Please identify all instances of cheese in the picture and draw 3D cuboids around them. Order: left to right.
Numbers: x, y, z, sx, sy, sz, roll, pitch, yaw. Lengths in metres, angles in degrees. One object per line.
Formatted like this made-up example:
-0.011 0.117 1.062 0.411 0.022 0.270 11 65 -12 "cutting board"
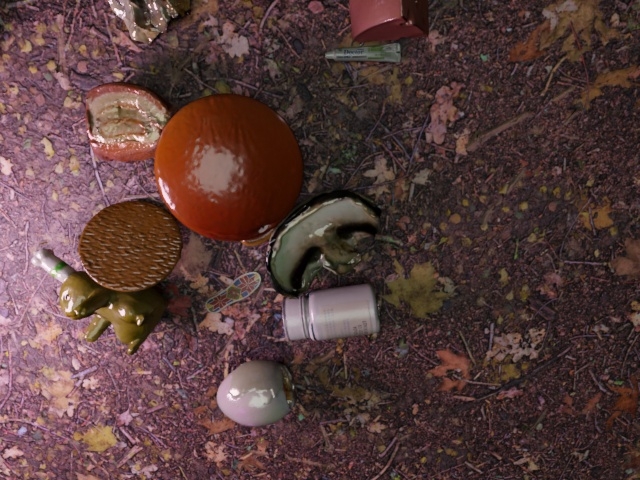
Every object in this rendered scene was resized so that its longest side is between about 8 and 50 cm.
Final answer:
0.175 -0.553 1.002 0.202 0.177 0.128 -3 102 1 "cheese"

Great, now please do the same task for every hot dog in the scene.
-0.183 -0.030 1.180 0.140 0.060 0.090 -36 97 0 "hot dog"

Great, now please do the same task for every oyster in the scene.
-0.443 -0.674 1.017 0.201 0.107 0.355 -12 102 -1 "oyster"

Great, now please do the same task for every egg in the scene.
-0.190 0.440 1.216 0.217 0.183 0.183 -16 102 7 "egg"

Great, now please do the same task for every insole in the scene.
-0.255 0.154 1.243 0.193 0.006 0.065 -32 100 6 "insole"

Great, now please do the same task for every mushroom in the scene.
-0.001 0.000 1.156 0.247 0.130 0.344 36 102 -24 "mushroom"

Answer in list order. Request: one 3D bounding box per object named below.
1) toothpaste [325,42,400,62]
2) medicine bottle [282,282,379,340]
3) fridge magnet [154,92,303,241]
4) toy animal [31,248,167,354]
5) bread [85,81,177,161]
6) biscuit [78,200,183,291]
0.110 -0.482 1.094 0.197 0.029 0.048 -3 103 -2 "toothpaste"
0.029 0.203 1.183 0.257 0.143 0.144 -7 102 1 "medicine bottle"
-0.222 -0.177 1.060 0.363 0.155 0.364 -2 100 -11 "fridge magnet"
-0.617 0.169 1.153 0.362 0.180 0.181 17 134 -8 "toy animal"
-0.475 -0.303 1.087 0.244 0.123 0.190 -6 101 0 "bread"
-0.505 0.014 1.141 0.261 0.037 0.262 4 69 -11 "biscuit"
